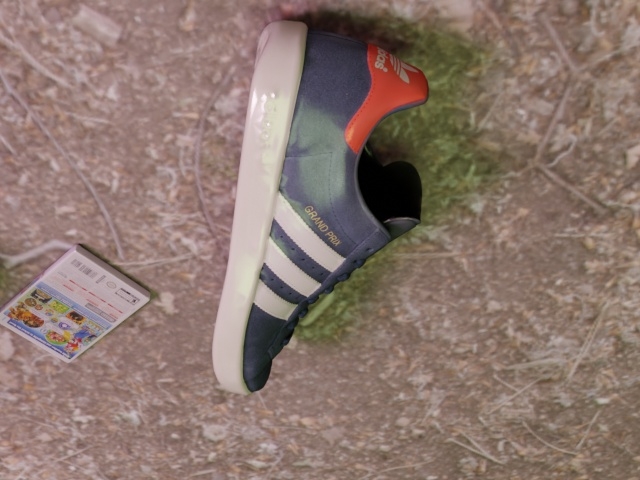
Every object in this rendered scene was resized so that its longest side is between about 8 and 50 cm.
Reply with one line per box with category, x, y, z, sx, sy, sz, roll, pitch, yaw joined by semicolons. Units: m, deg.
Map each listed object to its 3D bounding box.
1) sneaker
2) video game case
sneaker;0.000;0.000;0.808;0.148;0.131;0.350;9;129;-5
video game case;-0.230;0.061;0.927;0.122;0.011;0.087;-36;124;25
